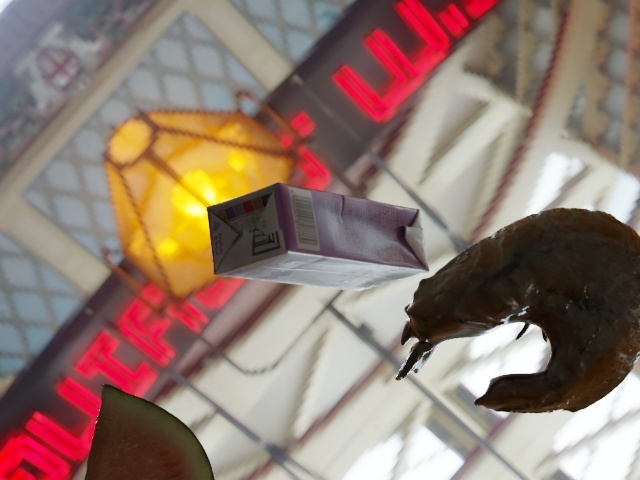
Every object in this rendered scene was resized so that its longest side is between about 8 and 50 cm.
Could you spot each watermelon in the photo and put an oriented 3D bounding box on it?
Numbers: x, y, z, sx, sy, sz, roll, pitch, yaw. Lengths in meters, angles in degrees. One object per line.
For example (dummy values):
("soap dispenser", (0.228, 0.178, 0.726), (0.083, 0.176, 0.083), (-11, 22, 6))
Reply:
("watermelon", (-0.106, 0.181, 1.157), (0.087, 0.069, 0.163), (6, -107, 4))

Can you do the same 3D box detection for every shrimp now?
("shrimp", (0.136, 0.055, 1.195), (0.187, 0.052, 0.132), (-23, -97, 14))

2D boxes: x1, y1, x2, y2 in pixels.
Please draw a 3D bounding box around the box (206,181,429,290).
("box", (0.000, 0.000, 0.882), (0.051, 0.117, 0.036), (-16, -105, 34))
